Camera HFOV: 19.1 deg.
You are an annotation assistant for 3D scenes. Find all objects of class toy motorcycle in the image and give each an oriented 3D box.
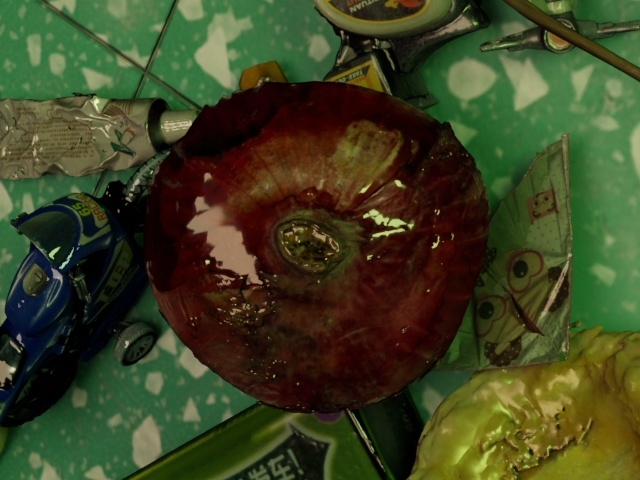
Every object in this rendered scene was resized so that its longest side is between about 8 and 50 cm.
[{"bbox_3d":[0.108,-0.186,1.396,0.263,0.091,0.157,-22,89,34],"label":"toy motorcycle"},{"bbox_3d":[-0.216,0.049,1.575,0.113,0.169,0.315,43,114,22],"label":"toy motorcycle"}]

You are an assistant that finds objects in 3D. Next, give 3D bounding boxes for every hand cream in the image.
[{"bbox_3d":[-0.204,-0.091,1.632,0.257,0.050,0.084,1,97,36],"label":"hand cream"}]

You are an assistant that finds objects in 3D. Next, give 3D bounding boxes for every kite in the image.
[{"bbox_3d":[0.112,0.007,1.416,0.229,0.012,0.250,-55,51,15],"label":"kite"}]

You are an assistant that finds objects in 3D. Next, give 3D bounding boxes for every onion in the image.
[{"bbox_3d":[0.000,0.000,1.345,0.252,0.219,0.252,0,85,0],"label":"onion"}]

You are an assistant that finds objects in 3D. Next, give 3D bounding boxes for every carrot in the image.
[{"bbox_3d":[-0.027,-0.059,1.521,0.042,0.042,0.171,-18,85,33],"label":"carrot"}]

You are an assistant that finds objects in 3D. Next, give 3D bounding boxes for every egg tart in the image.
[{"bbox_3d":[0.174,0.185,1.311,0.288,0.288,0.118,-22,121,33],"label":"egg tart"}]

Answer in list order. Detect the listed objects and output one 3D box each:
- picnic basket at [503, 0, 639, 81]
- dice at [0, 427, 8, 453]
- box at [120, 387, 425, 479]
[{"bbox_3d":[0.274,-0.236,1.159,0.254,0.291,0.321,34,99,26],"label":"picnic basket"},{"bbox_3d":[-0.399,0.163,1.702,0.169,0.169,0.166,48,116,22],"label":"dice"},{"bbox_3d":[-0.067,0.213,1.533,0.345,0.097,0.134,-33,84,31],"label":"box"}]
